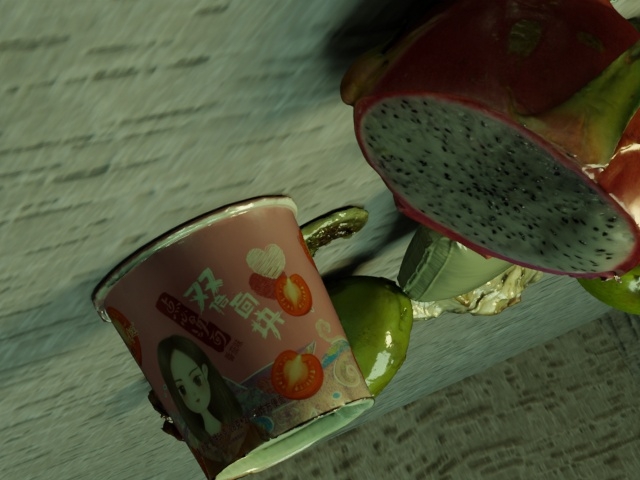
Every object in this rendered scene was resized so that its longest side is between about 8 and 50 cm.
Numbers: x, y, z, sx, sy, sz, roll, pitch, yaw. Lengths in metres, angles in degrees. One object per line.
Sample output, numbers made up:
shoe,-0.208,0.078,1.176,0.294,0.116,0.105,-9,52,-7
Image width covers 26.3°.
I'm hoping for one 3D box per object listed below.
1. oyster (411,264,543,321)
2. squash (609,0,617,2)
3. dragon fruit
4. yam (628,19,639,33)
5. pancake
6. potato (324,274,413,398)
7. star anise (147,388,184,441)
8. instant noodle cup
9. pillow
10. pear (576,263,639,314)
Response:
oyster,0.263,0.084,2.306,0.354,0.107,0.201,-26,170,-11
squash,0.346,-0.284,1.133,0.341,0.094,0.094,-34,166,14
dragon fruit,0.180,-0.104,1.126,0.189,0.290,0.290,-56,176,-20
yam,0.309,-0.169,1.512,0.078,0.078,0.179,-18,164,-37
pancake,-0.001,-0.002,1.620,0.129,0.022,0.116,-34,166,5
potato,0.039,0.148,1.918,0.148,0.186,0.253,9,155,-25
star anise,-0.147,0.222,1.953,0.190,0.126,0.220,-33,169,34
instant noodle cup,-0.082,0.111,1.428,0.243,0.231,0.243,-26,165,-7
pillow,0.223,-0.027,1.747,0.255,0.120,0.322,-33,169,-12
pear,0.399,-0.019,1.778,0.159,0.292,0.292,10,166,3
